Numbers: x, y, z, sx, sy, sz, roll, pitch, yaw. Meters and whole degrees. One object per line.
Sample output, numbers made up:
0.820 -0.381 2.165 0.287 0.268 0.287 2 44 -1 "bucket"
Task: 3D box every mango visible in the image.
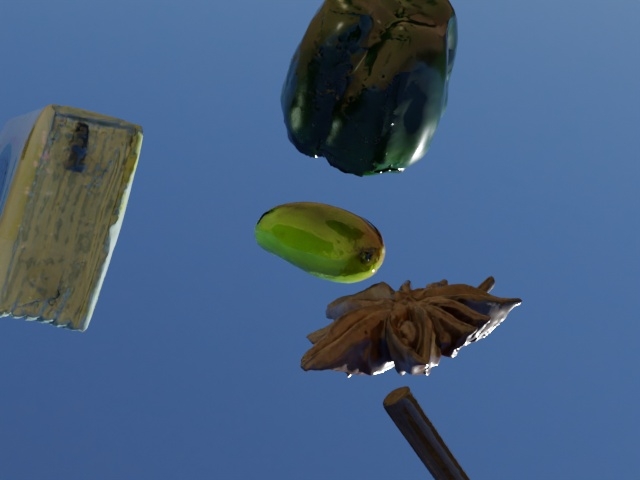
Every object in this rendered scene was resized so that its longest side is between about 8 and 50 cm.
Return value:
0.000 0.000 2.306 0.233 0.111 0.125 11 165 43 "mango"

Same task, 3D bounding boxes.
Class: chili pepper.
0.071 -0.235 2.161 0.233 0.256 0.248 13 -138 -1 "chili pepper"

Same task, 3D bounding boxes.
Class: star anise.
0.129 0.120 2.144 0.292 0.109 0.349 2 -164 6 "star anise"

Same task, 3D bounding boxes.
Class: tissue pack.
-0.376 -0.031 2.136 0.162 0.287 0.388 17 176 -18 "tissue pack"

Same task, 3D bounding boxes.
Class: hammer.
0.174 0.299 1.777 0.111 0.365 0.043 -32 -151 5 "hammer"
